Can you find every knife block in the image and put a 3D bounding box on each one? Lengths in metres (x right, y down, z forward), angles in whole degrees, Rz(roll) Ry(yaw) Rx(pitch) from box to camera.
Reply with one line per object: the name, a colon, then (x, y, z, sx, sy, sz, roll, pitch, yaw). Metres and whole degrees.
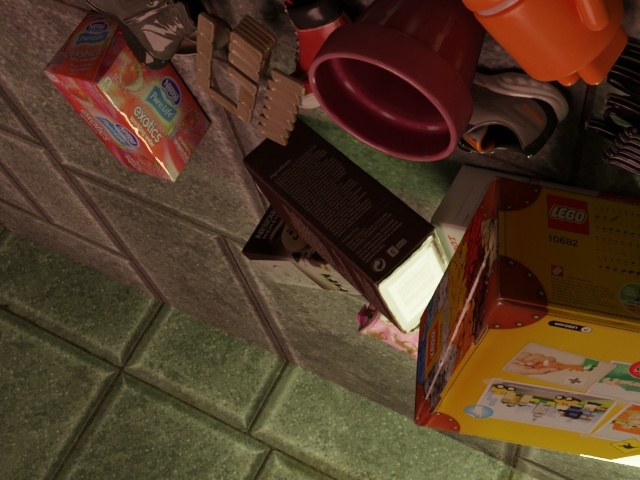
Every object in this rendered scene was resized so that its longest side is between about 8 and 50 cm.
knife block: (0.456, -0.135, 1.065, 0.275, 0.242, 0.088, -15, 164, -10)

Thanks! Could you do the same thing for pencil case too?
pencil case: (0.274, 0.229, 2.074, 0.386, 0.167, 0.160, 32, -167, -7)

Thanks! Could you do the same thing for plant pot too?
plant pot: (0.112, -0.227, 1.140, 0.201, 0.180, 0.201, 25, 160, 10)

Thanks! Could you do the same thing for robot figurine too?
robot figurine: (0.233, -0.258, 0.980, 0.128, 0.158, 0.219, -38, 117, 25)

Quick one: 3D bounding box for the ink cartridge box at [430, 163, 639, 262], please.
ink cartridge box: (0.357, 0.016, 1.466, 0.306, 0.131, 0.226, 18, 155, 34)

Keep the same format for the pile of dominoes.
pile of dominoes: (-0.106, -0.253, 1.443, 0.196, 0.040, 0.251, 38, 162, 3)

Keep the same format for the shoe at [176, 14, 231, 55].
shoe: (-0.246, -0.345, 1.531, 0.219, 0.058, 0.076, 16, 156, 34)

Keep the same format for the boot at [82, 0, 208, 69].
boot: (-0.283, -0.399, 1.441, 0.246, 0.083, 0.161, 48, 137, -6)

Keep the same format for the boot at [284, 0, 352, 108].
boot: (-0.017, -0.286, 1.343, 0.176, 0.088, 0.244, 49, 158, -21)

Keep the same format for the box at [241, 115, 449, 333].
box: (0.048, -0.032, 1.590, 0.381, 0.143, 0.191, 41, 171, 35)

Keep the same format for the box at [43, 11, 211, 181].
box: (-0.352, -0.265, 1.738, 0.142, 0.154, 0.300, 17, 156, 30)

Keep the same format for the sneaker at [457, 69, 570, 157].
sneaker: (0.196, -0.176, 1.263, 0.271, 0.108, 0.100, 15, 157, 39)

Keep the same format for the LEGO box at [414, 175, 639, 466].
LEGO box: (0.418, 0.141, 1.259, 0.500, 0.193, 0.372, 11, 145, -4)

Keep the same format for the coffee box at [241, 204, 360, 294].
coffee box: (0.000, 0.000, 1.870, 0.297, 0.168, 0.119, 4, 148, 49)
